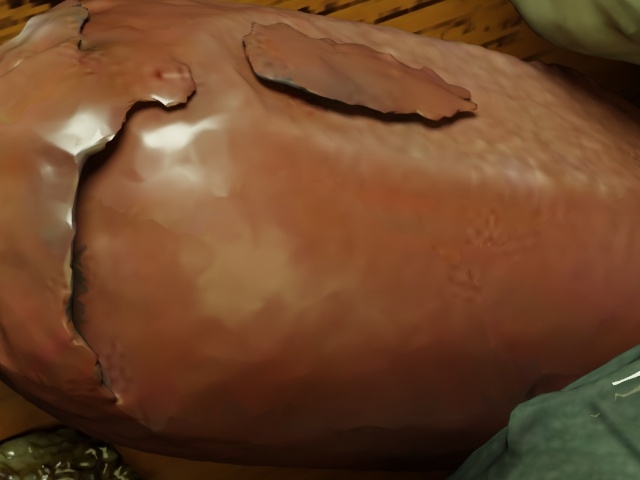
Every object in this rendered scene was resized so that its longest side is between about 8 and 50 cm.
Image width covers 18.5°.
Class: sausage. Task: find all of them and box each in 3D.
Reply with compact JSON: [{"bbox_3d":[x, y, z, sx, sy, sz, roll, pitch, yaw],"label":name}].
[{"bbox_3d":[0.000,0.000,0.655,0.280,0.152,0.152,8,107,-30],"label":"sausage"}]

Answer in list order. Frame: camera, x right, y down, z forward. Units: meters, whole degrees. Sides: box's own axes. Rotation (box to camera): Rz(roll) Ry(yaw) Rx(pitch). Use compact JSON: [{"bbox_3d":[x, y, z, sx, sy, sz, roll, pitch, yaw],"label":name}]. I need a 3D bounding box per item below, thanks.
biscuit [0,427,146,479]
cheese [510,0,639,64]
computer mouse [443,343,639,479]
[{"bbox_3d":[-0.110,0.135,0.730,0.237,0.026,0.131,-13,117,-20],"label":"biscuit"},{"bbox_3d":[0.156,-0.208,0.624,0.318,0.115,0.326,29,85,-19],"label":"cheese"},{"bbox_3d":[0.163,0.115,0.709,0.203,0.114,0.374,-37,156,19],"label":"computer mouse"}]
